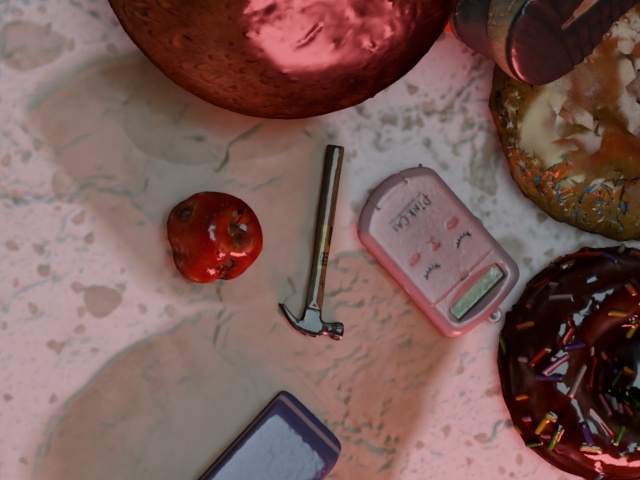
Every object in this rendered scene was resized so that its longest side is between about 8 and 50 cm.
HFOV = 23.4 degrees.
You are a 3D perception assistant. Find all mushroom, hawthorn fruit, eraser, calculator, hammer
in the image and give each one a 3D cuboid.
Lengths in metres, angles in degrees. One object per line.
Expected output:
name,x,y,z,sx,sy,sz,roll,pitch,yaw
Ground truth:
mushroom,-0.024,-0.249,1.290,0.345,0.239,0.345,-8,114,-20
hawthorn fruit,-0.093,-0.004,1.385,0.093,0.093,0.093,0,88,-12
eraser,-0.078,0.243,1.406,0.082,0.036,0.225,44,80,-8
calculator,0.112,0.012,1.458,0.100,0.032,0.175,-44,98,-10
hammer,0.000,0.000,1.443,0.062,0.017,0.182,8,85,-12

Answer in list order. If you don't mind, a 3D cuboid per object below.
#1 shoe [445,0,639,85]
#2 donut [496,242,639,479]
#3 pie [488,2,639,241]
shoe,0.224,-0.282,1.441,0.336,0.171,0.132,-46,136,-23
donut,0.279,0.116,1.459,0.216,0.096,0.230,1,88,-12
pie,0.287,-0.123,1.484,0.273,0.069,0.273,0,90,-7
